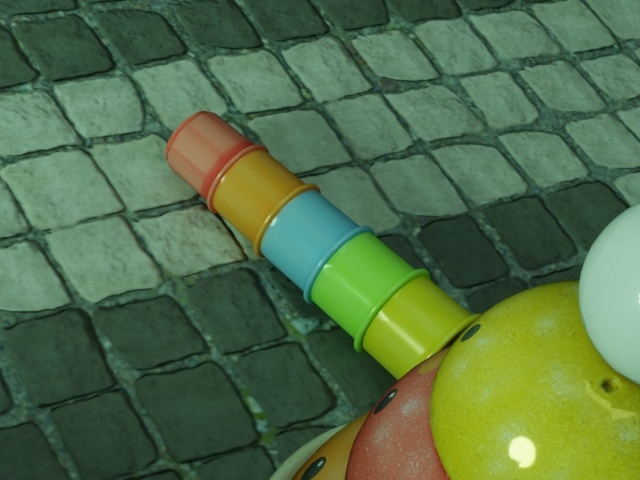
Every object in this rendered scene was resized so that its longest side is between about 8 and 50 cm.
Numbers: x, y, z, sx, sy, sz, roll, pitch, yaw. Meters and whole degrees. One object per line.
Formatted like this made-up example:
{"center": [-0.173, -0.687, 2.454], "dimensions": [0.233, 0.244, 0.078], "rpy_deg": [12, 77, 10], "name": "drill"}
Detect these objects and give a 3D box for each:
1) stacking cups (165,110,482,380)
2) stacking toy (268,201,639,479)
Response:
{"center": [0.000, 0.000, 1.506], "dimensions": [0.096, 0.096, 0.316], "rpy_deg": [-27, 61, -40], "name": "stacking cups"}
{"center": [0.169, 0.139, 1.154], "dimensions": [0.351, 0.480, 0.350], "rpy_deg": [13, 44, -13], "name": "stacking toy"}
